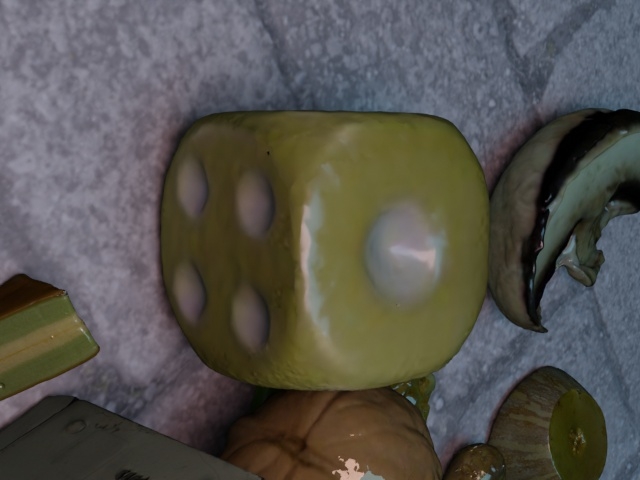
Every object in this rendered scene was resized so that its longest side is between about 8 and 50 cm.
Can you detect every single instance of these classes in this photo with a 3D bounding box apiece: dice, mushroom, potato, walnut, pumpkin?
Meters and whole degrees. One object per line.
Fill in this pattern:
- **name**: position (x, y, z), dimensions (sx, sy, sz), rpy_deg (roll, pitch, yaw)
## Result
- **dice**: position (0.000, 0.000, 0.909), dimensions (0.227, 0.233, 0.238), rpy_deg (-5, 97, -39)
- **mushroom**: position (0.311, -0.038, 1.250), dimensions (0.344, 0.130, 0.247), rpy_deg (-48, 140, -22)
- **potato**: position (0.192, 0.323, 1.237), dimensions (0.092, 0.070, 0.137), rpy_deg (16, 88, -42)
- **walnut**: position (0.013, 0.239, 0.930), dimensions (0.225, 0.225, 0.261), rpy_deg (-54, 152, -20)
- **pumpkin**: position (0.326, 0.283, 1.328), dimensions (0.218, 0.110, 0.217), rpy_deg (-3, 96, -35)

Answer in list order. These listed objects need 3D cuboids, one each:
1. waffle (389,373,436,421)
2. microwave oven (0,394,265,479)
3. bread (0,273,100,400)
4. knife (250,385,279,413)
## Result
- **waffle**: position (0.044, 0.203, 1.102), dimensions (0.208, 0.054, 0.214), rpy_deg (8, 96, -42)
- **microwave oven**: position (-0.143, 0.359, 0.797), dimensions (0.247, 0.333, 0.394), rpy_deg (-35, 118, -36)
- **bread**: position (-0.267, 0.098, 0.801), dimensions (0.139, 0.084, 0.074), rpy_deg (-38, 121, -29)
- **knife**: position (-0.067, 0.200, 1.027), dimensions (0.078, 0.023, 0.166), rpy_deg (13, 89, -30)
